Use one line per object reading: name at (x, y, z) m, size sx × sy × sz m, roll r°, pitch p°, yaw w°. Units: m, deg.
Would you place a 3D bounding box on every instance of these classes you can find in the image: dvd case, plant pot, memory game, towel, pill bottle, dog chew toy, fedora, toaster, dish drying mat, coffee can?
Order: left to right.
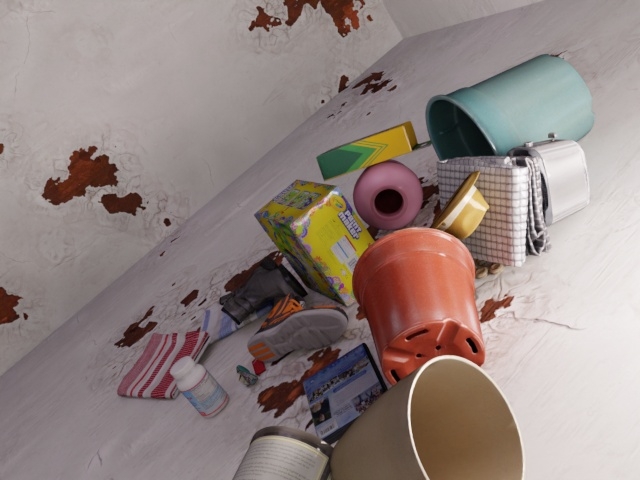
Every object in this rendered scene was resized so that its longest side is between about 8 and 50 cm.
towel at (-0.494, 0.388, 2.247) m, size 0.329 × 0.037 × 0.237 m, roll -10°, pitch 42°, yaw 46°
pill bottle at (-0.320, 0.381, 1.878) m, size 0.087 × 0.160 × 0.087 m, roll -30°, pitch 22°, yaw 13°
towel at (-0.268, 0.226, 2.299) m, size 0.285 × 0.034 × 0.209 m, roll -30°, pitch 23°, yaw 13°
dish drying mat at (-0.169, 0.340, 1.949) m, size 0.032 × 0.008 × 0.083 m, roll -35°, pitch 21°, yaw -1°
coffee can at (-0.085, 0.494, 1.245) m, size 0.202 × 0.201 × 0.275 m, roll -19°, pitch 27°, yaw 36°
dvd case at (0.056, 0.340, 1.606) m, size 0.180 × 0.022 × 0.253 m, roll -33°, pitch 21°, yaw 3°
dog chew toy at (0.204, -0.158, 2.195) m, size 0.207 × 0.206 × 0.332 m, roll -30°, pitch 15°, yaw 13°
plant pot at (0.147, 0.353, 1.191) m, size 0.274 × 0.256 × 0.256 m, roll -34°, pitch 17°, yaw 43°
plant pot at (0.210, 0.157, 1.468) m, size 0.273 × 0.272 × 0.265 m, roll -29°, pitch 30°, yaw 15°
fedora at (0.311, -0.061, 1.563) m, size 0.194 × 0.079 × 0.194 m, roll -54°, pitch -4°, yaw -5°
towel at (0.397, -0.079, 1.649) m, size 0.121 × 0.234 × 0.284 m, roll -11°, pitch 11°, yaw -28°
memory game at (0.418, 0.028, 1.734) m, size 0.186 × 0.012 × 0.186 m, roll -29°, pitch 23°, yaw 13°
plant pot at (0.514, -0.309, 1.910) m, size 0.334 × 0.341 × 0.341 m, roll -31°, pitch 21°, yaw -11°
toaster at (0.531, -0.131, 1.659) m, size 0.147 × 0.226 × 0.129 m, roll -21°, pitch 16°, yaw -20°

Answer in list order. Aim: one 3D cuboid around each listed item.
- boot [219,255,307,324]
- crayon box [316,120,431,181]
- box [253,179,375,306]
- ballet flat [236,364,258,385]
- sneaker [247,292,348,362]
boot at (-0.177, 0.173, 2.137) m, size 0.223 × 0.118 × 0.338 m, roll -42°, pitch 14°, yaw -10°
crayon box at (0.167, -0.276, 2.129) m, size 0.323 × 0.083 × 0.203 m, roll -17°, pitch 9°, yaw 16°
box at (0.000, 0.000, 2.024) m, size 0.177 × 0.290 × 0.279 m, roll -41°, pitch 23°, yaw -15°
ballet flat at (-0.203, 0.363, 1.916) m, size 0.041 × 0.041 × 0.114 m, roll -42°, pitch 22°, yaw -17°
sneaker at (-0.051, 0.201, 1.909) m, size 0.321 × 0.124 × 0.180 m, roll -21°, pitch 27°, yaw 33°
